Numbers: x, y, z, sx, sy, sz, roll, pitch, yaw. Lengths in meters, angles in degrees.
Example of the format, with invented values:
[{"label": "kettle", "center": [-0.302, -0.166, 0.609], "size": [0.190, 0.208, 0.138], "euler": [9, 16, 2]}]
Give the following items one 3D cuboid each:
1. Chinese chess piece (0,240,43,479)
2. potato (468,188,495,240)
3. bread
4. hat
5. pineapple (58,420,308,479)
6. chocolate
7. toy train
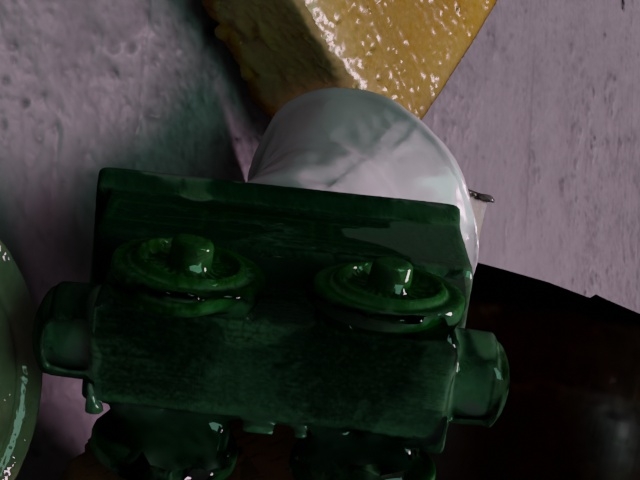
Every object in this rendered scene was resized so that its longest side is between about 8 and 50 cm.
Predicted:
[{"label": "Chinese chess piece", "center": [-0.255, 0.070, 0.760], "size": [0.237, 0.092, 0.238], "euler": [2, 87, -51]}, {"label": "potato", "center": [0.087, -0.025, 1.212], "size": [0.122, 0.086, 0.061], "euler": [9, 96, -53]}, {"label": "bread", "center": [0.037, -0.206, 1.125], "size": [0.185, 0.114, 0.275], "euler": [56, 48, -31]}, {"label": "hat", "center": [0.000, 0.000, 1.003], "size": [0.126, 0.203, 0.203], "euler": [-28, 111, -55]}, {"label": "pineapple", "center": [-0.064, 0.288, 0.933], "size": [0.223, 0.222, 0.357], "euler": [-43, 141, -44]}, {"label": "chocolate", "center": [0.224, 0.222, 1.205], "size": [0.383, 0.383, 0.331], "euler": [19, 89, -50]}, {"label": "toy train", "center": [-0.028, 0.056, 0.831], "size": [0.202, 0.266, 0.145], "euler": [-93, -170, -71]}]
